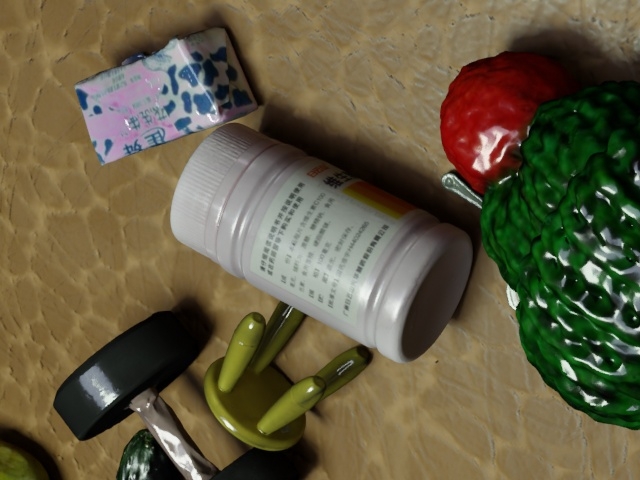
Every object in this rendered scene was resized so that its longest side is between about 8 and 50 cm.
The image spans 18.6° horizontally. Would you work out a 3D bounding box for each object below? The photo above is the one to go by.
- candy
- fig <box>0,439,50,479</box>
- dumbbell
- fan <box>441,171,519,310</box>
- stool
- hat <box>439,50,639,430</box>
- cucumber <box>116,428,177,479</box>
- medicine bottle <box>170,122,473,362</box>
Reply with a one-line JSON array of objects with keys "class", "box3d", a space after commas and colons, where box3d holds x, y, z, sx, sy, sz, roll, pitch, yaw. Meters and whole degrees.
[{"class": "candy", "box3d": [-0.147, -0.136, 1.829, 0.160, 0.073, 0.092, -18, 96, 37]}, {"class": "fig", "box3d": [-0.353, 0.278, 2.099, 0.153, 0.121, 0.136, 1, 122, 51]}, {"class": "dumbbell", "box3d": [-0.141, 0.194, 1.902, 0.218, 0.152, 0.152, 51, 127, 7]}, {"class": "fan", "box3d": [0.193, 0.007, 1.697, 0.220, 0.009, 0.132, 36, 121, 16]}, {"class": "stool", "box3d": [-0.037, 0.123, 1.832, 0.135, 0.134, 0.110, 21, 126, -27]}, {"class": "hat", "box3d": [0.213, -0.036, 1.540, 0.332, 0.242, 0.274, 46, 115, 27]}, {"class": "cucumber", "box3d": [-0.173, 0.341, 2.028, 0.072, 0.081, 0.303, 24, 126, 63]}, {"class": "medicine bottle", "box3d": [0.000, 0.000, 1.747, 0.249, 0.133, 0.133, 26, 120, 24]}]
